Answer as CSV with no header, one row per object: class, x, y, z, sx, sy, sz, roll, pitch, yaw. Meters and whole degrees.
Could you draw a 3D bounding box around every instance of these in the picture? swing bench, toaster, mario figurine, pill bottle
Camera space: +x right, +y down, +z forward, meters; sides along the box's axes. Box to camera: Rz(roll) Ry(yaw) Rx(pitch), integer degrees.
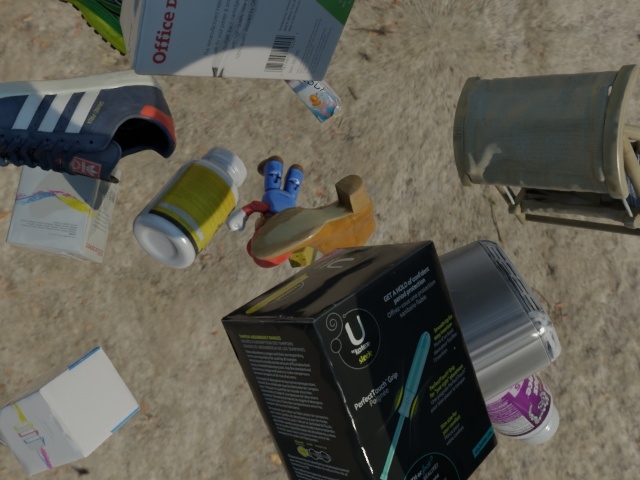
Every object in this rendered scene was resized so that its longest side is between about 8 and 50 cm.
swing bench,0.358,-0.121,0.951,0.254,0.253,0.165,23,83,-39
toaster,0.199,0.105,0.830,0.146,0.227,0.129,-30,132,7
mario figurine,-0.136,-0.062,1.748,0.198,0.321,0.170,1,144,9
pill bottle,-0.186,-0.055,0.972,0.103,0.184,0.103,20,143,16
pill bottle,0.446,0.365,1.554,0.169,0.169,0.301,-36,124,18

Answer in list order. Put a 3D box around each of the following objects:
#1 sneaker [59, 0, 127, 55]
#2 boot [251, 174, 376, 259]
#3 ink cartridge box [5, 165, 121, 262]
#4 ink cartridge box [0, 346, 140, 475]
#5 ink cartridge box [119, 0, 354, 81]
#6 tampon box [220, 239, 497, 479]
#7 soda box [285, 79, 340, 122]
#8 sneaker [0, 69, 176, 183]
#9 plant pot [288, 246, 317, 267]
sneaker,-0.402,-0.483,1.143,0.343,0.134,0.146,36,126,-19
boot,0.000,-0.001,1.444,0.295,0.211,0.104,-34,55,-11
ink cartridge box,-0.430,-0.060,1.107,0.127,0.128,0.176,8,80,-2
ink cartridge box,-0.302,0.200,0.757,0.143,0.092,0.090,-27,98,35
ink cartridge box,-0.082,-0.253,0.664,0.219,0.093,0.160,-5,143,-29
tampon box,0.030,0.097,0.451,0.101,0.120,0.161,-6,108,49
soda box,-0.031,-0.352,1.451,0.058,0.063,0.183,-33,119,23
sneaker,-0.366,-0.138,0.923,0.148,0.350,0.131,61,152,14
plant pot,-0.057,0.028,1.770,0.081,0.083,0.081,-8,127,12
